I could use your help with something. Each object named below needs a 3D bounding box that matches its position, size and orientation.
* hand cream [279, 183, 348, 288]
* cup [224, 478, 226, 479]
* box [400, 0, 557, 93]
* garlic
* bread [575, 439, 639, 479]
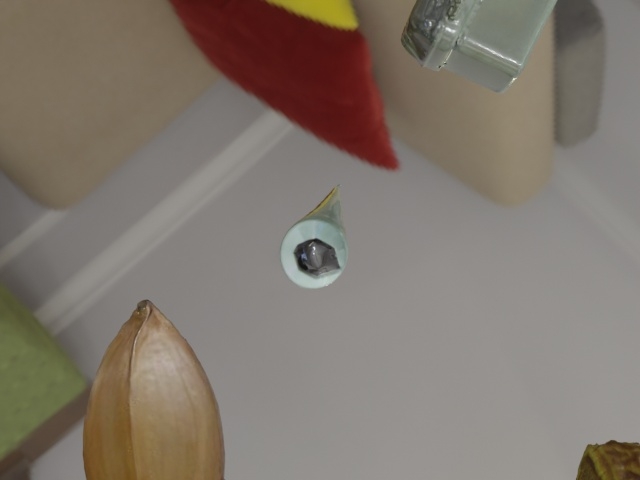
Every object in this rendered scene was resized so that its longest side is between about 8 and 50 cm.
[{"bbox_3d":[0.000,0.000,1.501,0.321,0.067,0.109,-62,175,-84],"label":"hand cream"},{"bbox_3d":[-0.173,0.372,1.786,0.167,0.300,0.173,-33,145,0],"label":"cup"},{"bbox_3d":[0.179,-0.263,1.407,0.210,0.129,0.148,-63,179,-4],"label":"box"},{"bbox_3d":[-0.153,0.163,1.214,0.115,0.207,0.128,-13,169,30],"label":"garlic"},{"bbox_3d":[0.454,0.411,2.045,0.096,0.222,0.181,-2,118,-12],"label":"bread"}]
